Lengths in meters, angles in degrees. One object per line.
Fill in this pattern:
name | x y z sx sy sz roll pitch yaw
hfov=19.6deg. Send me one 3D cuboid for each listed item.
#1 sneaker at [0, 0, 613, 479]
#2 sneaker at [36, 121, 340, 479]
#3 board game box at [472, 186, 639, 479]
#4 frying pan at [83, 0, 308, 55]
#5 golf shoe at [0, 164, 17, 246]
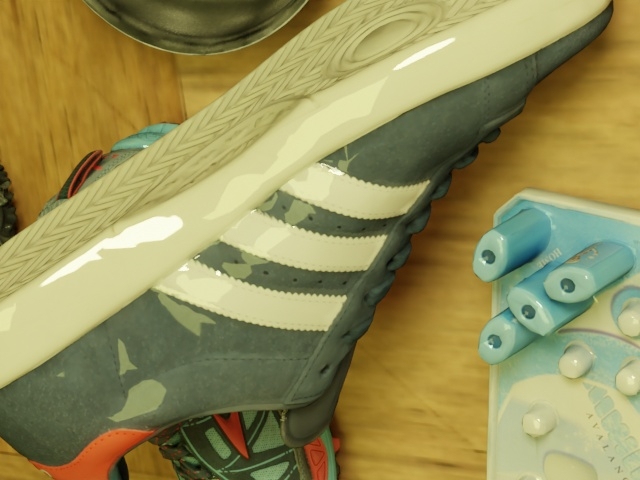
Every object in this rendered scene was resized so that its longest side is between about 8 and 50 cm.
sneaker | 0.000 0.000 0.853 0.350 0.131 0.148 -32 110 9
sneaker | -0.082 0.077 0.973 0.104 0.125 0.262 -14 99 39
board game box | 0.235 0.199 0.841 0.390 0.050 0.390 14 115 32
frying pan | -0.016 -0.209 0.870 0.326 0.053 0.197 -22 94 35
golf shoe | -0.211 0.010 1.067 0.094 0.077 0.198 -36 85 38
